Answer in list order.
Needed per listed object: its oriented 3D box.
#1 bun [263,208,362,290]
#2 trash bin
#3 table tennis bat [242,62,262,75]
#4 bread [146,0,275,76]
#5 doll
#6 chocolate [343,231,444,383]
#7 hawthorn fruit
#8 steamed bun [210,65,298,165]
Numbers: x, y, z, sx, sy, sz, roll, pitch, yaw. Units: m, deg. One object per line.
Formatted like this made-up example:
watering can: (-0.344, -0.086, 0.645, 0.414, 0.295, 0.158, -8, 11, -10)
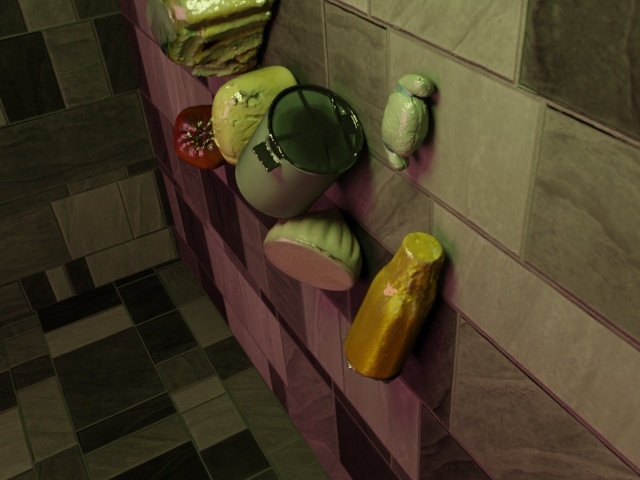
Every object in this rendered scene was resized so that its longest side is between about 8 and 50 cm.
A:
bun: (0.000, 0.000, 1.701, 0.263, 0.175, 0.263, 20, 155, 10)
trash bin: (-0.057, -0.194, 1.516, 0.217, 0.277, 0.262, 58, 150, 5)
table tennis bat: (-0.212, -0.496, 1.926, 0.234, 0.022, 0.131, 51, 154, 32)
bread: (-0.287, -0.590, 1.677, 0.395, 0.264, 0.239, 135, 118, -67)
doll: (0.154, -0.219, 1.228, 0.103, 0.072, 0.214, 53, 150, 33)
chocolate: (0.173, 0.146, 1.452, 0.162, 0.162, 0.445, 57, 152, 27)
hawthorn fruit: (-0.374, -0.345, 2.220, 0.261, 0.224, 0.224, -116, 7, -82)
steamed bun: (-0.169, -0.323, 1.687, 0.166, 0.232, 0.272, 60, 161, 31)
